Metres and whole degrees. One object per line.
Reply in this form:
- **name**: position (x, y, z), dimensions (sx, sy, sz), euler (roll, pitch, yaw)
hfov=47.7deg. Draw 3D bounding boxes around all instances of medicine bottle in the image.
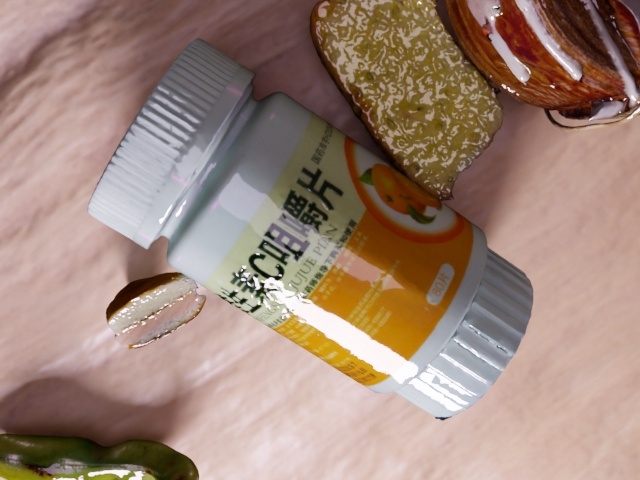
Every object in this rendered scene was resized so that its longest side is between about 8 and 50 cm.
- **medicine bottle**: position (0.000, 0.000, 0.561), dimensions (0.318, 0.158, 0.158), euler (33, 99, -11)

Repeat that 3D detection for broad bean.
- **broad bean**: position (-0.210, 0.200, 0.645), dimensions (0.213, 0.070, 0.048), euler (4, 86, 5)

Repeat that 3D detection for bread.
- **bread**: position (0.198, -0.196, 0.537), dimensions (0.211, 0.142, 0.224), euler (8, 90, -20)
- **bread**: position (0.071, -0.127, 0.585), dimensions (0.103, 0.065, 0.187), euler (-40, 101, 4)
- **bread**: position (-0.143, 0.059, 0.588), dimensions (0.062, 0.109, 0.043), euler (-44, 110, -38)
